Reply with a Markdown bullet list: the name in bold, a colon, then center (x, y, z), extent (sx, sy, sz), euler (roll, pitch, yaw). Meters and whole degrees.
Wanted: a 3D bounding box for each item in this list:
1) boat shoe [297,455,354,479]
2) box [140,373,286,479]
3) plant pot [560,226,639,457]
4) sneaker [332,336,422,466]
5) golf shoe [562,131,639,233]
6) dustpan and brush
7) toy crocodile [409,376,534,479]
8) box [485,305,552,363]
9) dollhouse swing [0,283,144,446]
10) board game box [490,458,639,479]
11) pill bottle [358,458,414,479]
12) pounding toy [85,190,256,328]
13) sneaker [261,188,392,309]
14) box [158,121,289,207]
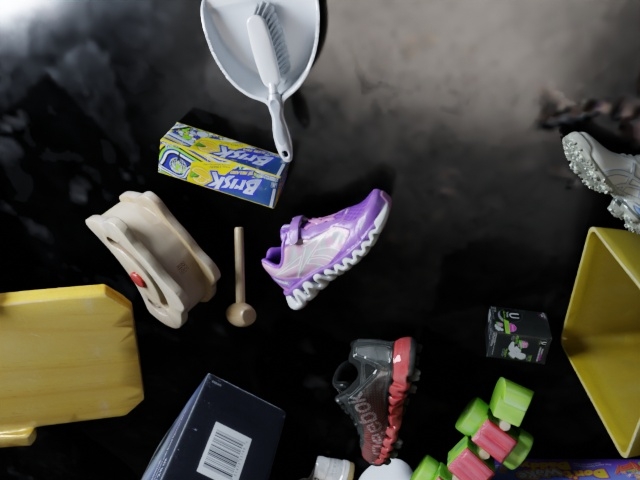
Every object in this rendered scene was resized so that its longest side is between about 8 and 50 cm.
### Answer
- **boat shoe**: center (-0.029, 0.528, 1.178), extent (0.096, 0.098, 0.277), euler (26, 116, -4)
- **box**: center (-0.232, 0.462, 1.053), extent (0.182, 0.296, 0.294), euler (29, 124, -8)
- **plant pot**: center (0.454, 0.120, 0.735), extent (0.187, 0.212, 0.212), euler (-2, 123, 0)
- **sneaker**: center (0.084, 0.267, 0.974), extent (0.135, 0.097, 0.276), euler (9, 123, 6)
- **golf shoe**: center (0.371, -0.085, 0.706), extent (0.176, 0.069, 0.086), euler (40, 103, -18)
- **dustpan and brush**: center (-0.059, -0.203, 0.713), extent (0.147, 0.060, 0.211), euler (-5, 122, 16)
- **toy crocodile**: center (0.242, 0.373, 0.955), extent (0.115, 0.105, 0.340), euler (36, 101, 12)
- **box**: center (0.291, 0.139, 0.861), extent (0.083, 0.062, 0.052), euler (7, 123, 9)
- **dollhouse swing**: center (-0.511, 0.147, 1.033), extent (0.305, 0.315, 0.347), euler (-14, 129, -25)
- **board game box**: center (0.428, 0.508, 1.017), extent (0.347, 0.078, 0.233), euler (-6, 98, 16)
- **pill bottle**: center (0.175, 0.546, 1.119), extent (0.130, 0.130, 0.246), euler (-22, 116, 25)
- **pounding toy**: center (-0.211, 0.029, 0.899), extent (0.269, 0.155, 0.154), euler (52, 148, -11)
- **sneaker**: center (0.000, 0.000, 0.822), extent (0.104, 0.095, 0.236), euler (43, 123, -7)
- **box**: center (-0.131, -0.103, 0.797), extent (0.169, 0.059, 0.054), euler (17, 127, 1)
